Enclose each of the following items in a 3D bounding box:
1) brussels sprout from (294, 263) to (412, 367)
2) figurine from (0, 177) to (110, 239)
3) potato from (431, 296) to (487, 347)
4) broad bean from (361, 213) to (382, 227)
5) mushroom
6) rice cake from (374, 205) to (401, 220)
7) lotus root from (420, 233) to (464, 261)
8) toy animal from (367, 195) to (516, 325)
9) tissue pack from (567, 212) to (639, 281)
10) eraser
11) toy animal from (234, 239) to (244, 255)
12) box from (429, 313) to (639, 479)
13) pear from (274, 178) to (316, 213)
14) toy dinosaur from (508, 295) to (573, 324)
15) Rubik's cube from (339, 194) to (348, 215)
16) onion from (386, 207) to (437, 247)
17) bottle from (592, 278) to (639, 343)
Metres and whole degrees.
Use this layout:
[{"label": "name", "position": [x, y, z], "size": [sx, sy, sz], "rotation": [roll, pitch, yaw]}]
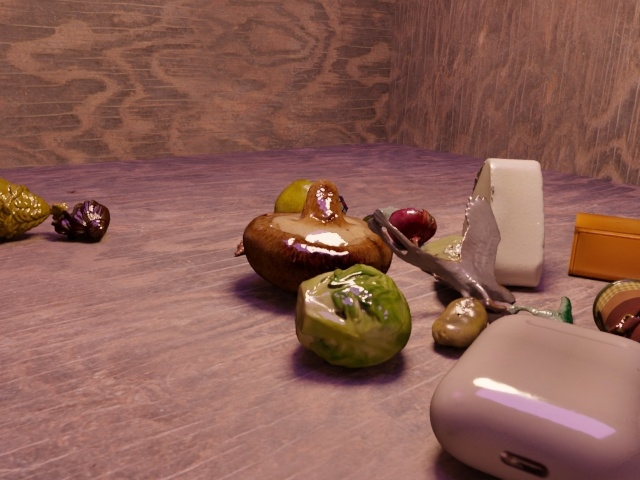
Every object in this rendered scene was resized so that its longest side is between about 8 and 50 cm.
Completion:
[{"label": "brussels sprout", "position": [0.061, 0.143, 1.057], "size": [0.223, 0.161, 0.223], "rotation": [3, 40, -2]}, {"label": "figurine", "position": [-0.779, -0.076, 1.686], "size": [0.316, 0.187, 0.168], "rotation": [6, 11, -17]}, {"label": "potato", "position": [0.272, 0.165, 1.130], "size": [0.092, 0.070, 0.138], "rotation": [18, 40, 37]}, {"label": "broad bean", "position": [0.141, -0.028, 1.776], "size": [0.077, 0.061, 0.339], "rotation": [-1, 15, 18]}, {"label": "mushroom", "position": [-0.001, 0.023, 1.359], "size": [0.346, 0.239, 0.345], "rotation": [-15, 31, 9]}, {"label": "rice cake", "position": [0.286, -0.075, 1.984], "size": [0.085, 0.040, 0.226], "rotation": [-8, 19, -32]}, {"label": "lotus root", "position": [0.342, 0.038, 1.512], "size": [0.143, 0.070, 0.144], "rotation": [-19, 22, -13]}, {"label": "toy animal", "position": [0.287, 0.050, 1.257], "size": [0.284, 0.225, 0.302], "rotation": [7, 36, -35]}, {"label": "tissue pack", "position": [0.817, 0.026, 1.541], "size": [0.275, 0.145, 0.194], "rotation": [10, 20, 23]}, {"label": "eraser", "position": [0.483, -0.028, 1.560], "size": [0.150, 0.330, 0.331], "rotation": [3, 17, -1]}, {"label": "toy animal", "position": [-0.099, 0.026, 1.580], "size": [0.224, 0.066, 0.230], "rotation": [-27, 38, -23]}, {"label": "box", "position": [0.335, 0.226, 0.826], "size": [0.289, 0.141, 0.349], "rotation": [11, 20, 31]}, {"label": "pear", "position": [-0.040, -0.083, 1.715], "size": [0.198, 0.198, 0.198], "rotation": [2, 17, -1]}, {"label": "toy dinosaur", "position": [0.457, 0.154, 1.202], "size": [0.130, 0.076, 0.383], "rotation": [15, 24, 17]}, {"label": "Rubik's cube", "position": [0.025, -0.100, 1.911], "size": [0.133, 0.132, 0.112], "rotation": [7, -12, 16]}, {"label": "onion", "position": [0.267, -0.016, 1.694], "size": [0.150, 0.150, 0.140], "rotation": [3, 57, 3]}, {"label": "bottle", "position": [0.588, 0.168, 1.046], "size": [0.156, 0.143, 0.271], "rotation": [5, 18, 10]}]
